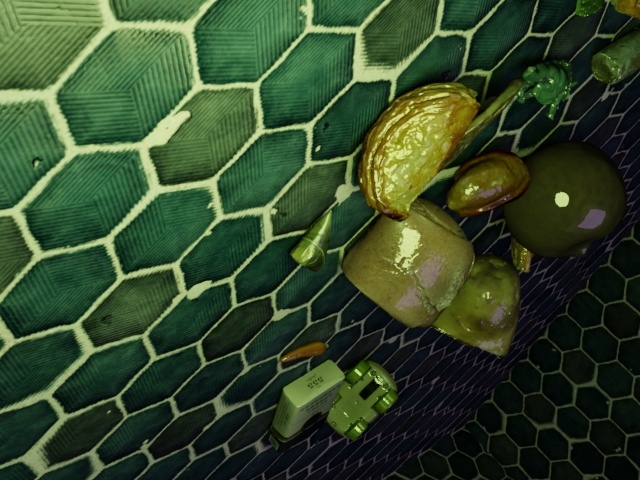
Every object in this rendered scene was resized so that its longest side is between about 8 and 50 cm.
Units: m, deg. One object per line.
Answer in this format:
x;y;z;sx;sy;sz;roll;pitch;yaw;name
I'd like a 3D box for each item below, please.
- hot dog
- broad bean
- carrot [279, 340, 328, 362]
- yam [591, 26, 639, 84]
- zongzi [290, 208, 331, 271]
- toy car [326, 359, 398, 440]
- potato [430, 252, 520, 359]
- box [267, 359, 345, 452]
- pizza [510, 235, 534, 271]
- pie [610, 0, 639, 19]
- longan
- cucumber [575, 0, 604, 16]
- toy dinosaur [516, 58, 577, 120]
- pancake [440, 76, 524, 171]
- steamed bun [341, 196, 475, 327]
0.158;-0.166;1.401;0.259;0.114;0.175;-57;149;7;hot dog
0.358;-0.124;1.771;0.229;0.122;0.156;-17;171;-35;broad bean
-0.036;0.256;1.885;0.142;0.035;0.035;-9;140;-41;carrot
0.719;-0.433;1.863;0.259;0.093;0.093;-31;153;-26;yam
0.000;0.000;1.509;0.113;0.052;0.104;-57;164;-1;zongzi
0.114;0.439;2.318;0.235;0.145;0.235;-44;173;-7;toy car
0.435;0.148;2.205;0.301;0.289;0.237;23;101;-17;potato
-0.040;0.432;2.115;0.168;0.071;0.259;-28;151;-32;box
0.568;-0.032;2.230;0.188;0.081;0.204;-60;153;-74;pizza
0.622;-0.538;1.510;0.308;0.085;0.308;-29;138;-30;pie
0.586;-0.097;1.986;0.297;0.297;0.297;-35;155;-19;longan
0.522;-0.476;1.551;0.067;0.035;0.107;-37;153;-11;cucumber
0.440;-0.308;1.652;0.292;0.079;0.120;-13;137;-50;toy dinosaur
0.289;-0.210;1.555;0.250;0.031;0.250;-44;176;-4;pancake
0.204;0.060;1.706;0.251;0.199;0.301;-46;151;13;steamed bun
